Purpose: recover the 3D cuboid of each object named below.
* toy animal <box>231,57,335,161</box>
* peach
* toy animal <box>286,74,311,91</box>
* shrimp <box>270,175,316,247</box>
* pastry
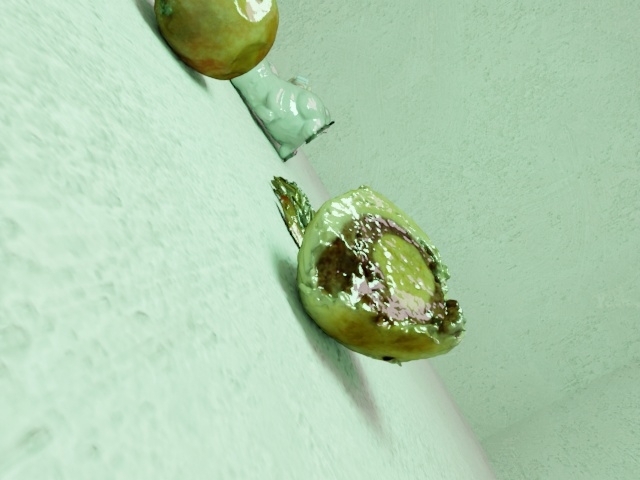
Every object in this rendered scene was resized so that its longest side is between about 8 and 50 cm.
[{"bbox_3d":[-0.132,-0.432,1.400,0.357,0.194,0.258,50,33,-10],"label":"toy animal"},{"bbox_3d":[-0.189,-0.395,0.807,0.214,0.214,0.235,58,24,-4],"label":"peach"},{"bbox_3d":[-0.097,-0.463,1.634,0.195,0.213,0.256,24,-1,-4],"label":"toy animal"},{"bbox_3d":[-0.041,-0.034,0.904,0.133,0.053,0.236,-3,63,-60],"label":"shrimp"},{"bbox_3d":[0.068,0.061,0.680,0.255,0.170,0.237,25,38,-20],"label":"pastry"}]
